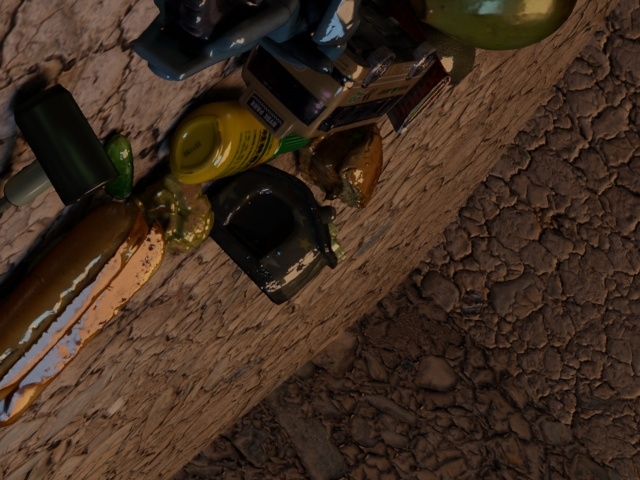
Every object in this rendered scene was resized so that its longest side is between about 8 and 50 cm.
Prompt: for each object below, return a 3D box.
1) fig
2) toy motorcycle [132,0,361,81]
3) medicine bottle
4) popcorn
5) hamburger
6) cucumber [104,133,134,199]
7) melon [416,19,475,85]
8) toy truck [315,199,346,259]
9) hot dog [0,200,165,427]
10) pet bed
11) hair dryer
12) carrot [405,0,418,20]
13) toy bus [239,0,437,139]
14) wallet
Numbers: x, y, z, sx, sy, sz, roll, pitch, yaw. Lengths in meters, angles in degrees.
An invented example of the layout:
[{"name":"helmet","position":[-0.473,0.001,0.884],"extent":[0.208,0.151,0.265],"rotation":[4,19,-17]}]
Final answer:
[{"name":"fig","position":[0.232,-0.347,1.796],"extent":[0.230,0.207,0.207],"rotation":[-20,154,-50]},{"name":"toy motorcycle","position":[-0.034,-0.231,1.243],"extent":[0.232,0.172,0.416],"rotation":[-59,173,31]},{"name":"medicine bottle","position":[-0.088,-0.130,1.713],"extent":[0.111,0.076,0.309],"rotation":[-48,171,20]},{"name":"popcorn","position":[-0.178,-0.033,1.673],"extent":[0.109,0.097,0.089],"rotation":[-64,168,17]},{"name":"hamburger","position":[0.044,-0.123,2.107],"extent":[0.131,0.124,0.262],"rotation":[-52,177,-7]},{"name":"cucumber","position":[-0.220,-0.071,1.514],"extent":[0.037,0.037,0.155],"rotation":[-42,169,-20]},{"name":"melon","position":[0.160,-0.257,1.897],"extent":[0.098,0.098,0.131],"rotation":[-49,154,19]},{"name":"toy truck","position":[0.000,0.000,2.512],"extent":[0.077,0.100,0.169],"rotation":[-42,169,-11]},{"name":"hot dog","position":[-0.317,0.087,1.578],"extent":[0.337,0.100,0.135],"rotation":[-47,163,3]},{"name":"pet bed","position":[-0.060,-0.018,1.958],"extent":[0.159,0.183,0.211],"rotation":[-43,170,-4]},{"name":"hair dryer","position":[-0.266,-0.064,1.281],"extent":[0.057,0.100,0.198],"rotation":[-33,-177,-41]},{"name":"carrot","position":[0.109,-0.279,1.957],"extent":[0.314,0.066,0.066],"rotation":[-47,170,2]},{"name":"toy bus","position":[0.020,-0.211,1.660],"extent":[0.157,0.139,0.289],"rotation":[-50,171,21]},{"name":"wallet","position":[0.104,-0.236,1.831],"extent":[0.020,0.196,0.103],"rotation":[23,121,-36]}]
